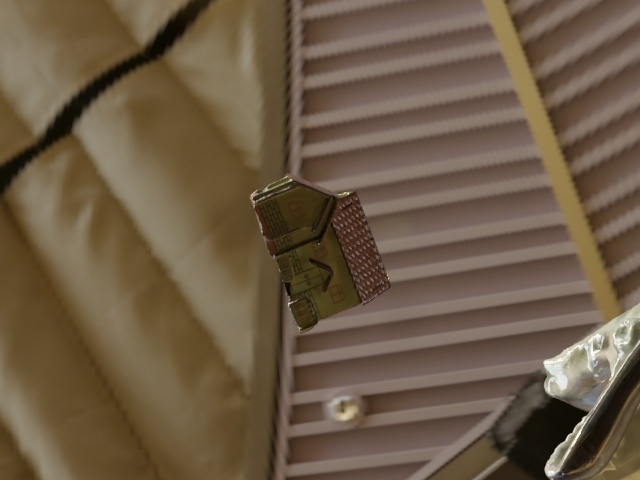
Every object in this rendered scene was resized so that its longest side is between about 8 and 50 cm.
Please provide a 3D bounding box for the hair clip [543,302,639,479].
[{"bbox_3d":[0.150,-0.009,0.458,0.159,0.071,0.218,26,-60,-22],"label":"hair clip"}]

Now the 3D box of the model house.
[{"bbox_3d":[0.000,0.000,0.945,0.058,0.057,0.083,-20,-78,-2],"label":"model house"}]
